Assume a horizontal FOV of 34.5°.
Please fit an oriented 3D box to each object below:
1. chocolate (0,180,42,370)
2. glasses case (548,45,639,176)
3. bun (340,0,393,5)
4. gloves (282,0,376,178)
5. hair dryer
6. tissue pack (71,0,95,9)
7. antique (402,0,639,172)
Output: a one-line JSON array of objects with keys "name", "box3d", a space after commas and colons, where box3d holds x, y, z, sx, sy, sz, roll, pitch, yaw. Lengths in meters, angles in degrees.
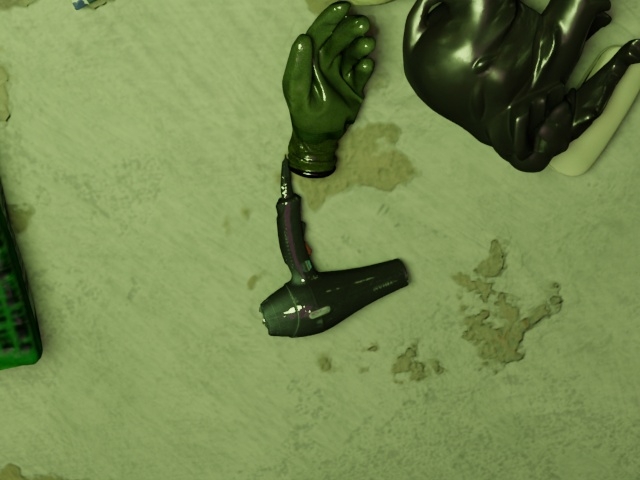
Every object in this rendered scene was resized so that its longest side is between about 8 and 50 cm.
[{"name": "chocolate", "box3d": [-0.582, 0.015, 1.398, 0.341, 0.161, 0.360, -11, 112, -3]}, {"name": "glasses case", "box3d": [0.402, -0.189, 1.516, 0.081, 0.051, 0.204, 26, 105, -18]}, {"name": "bun", "box3d": [0.060, -0.440, 1.310, 0.272, 0.168, 0.273, -2, 126, -2]}, {"name": "gloves", "box3d": [0.006, -0.207, 1.413, 0.135, 0.107, 0.268, -8, 137, -29]}, {"name": "hair dryer", "box3d": [0.000, 0.000, 1.523, 0.235, 0.091, 0.272, -19, 109, -10]}, {"name": "tissue pack", "box3d": [-0.299, -0.349, 1.358, 0.083, 0.042, 0.062, -26, 110, 2]}, {"name": "antique", "box3d": [0.260, -0.250, 1.406, 0.322, 0.185, 0.255, 27, 99, -20]}]
